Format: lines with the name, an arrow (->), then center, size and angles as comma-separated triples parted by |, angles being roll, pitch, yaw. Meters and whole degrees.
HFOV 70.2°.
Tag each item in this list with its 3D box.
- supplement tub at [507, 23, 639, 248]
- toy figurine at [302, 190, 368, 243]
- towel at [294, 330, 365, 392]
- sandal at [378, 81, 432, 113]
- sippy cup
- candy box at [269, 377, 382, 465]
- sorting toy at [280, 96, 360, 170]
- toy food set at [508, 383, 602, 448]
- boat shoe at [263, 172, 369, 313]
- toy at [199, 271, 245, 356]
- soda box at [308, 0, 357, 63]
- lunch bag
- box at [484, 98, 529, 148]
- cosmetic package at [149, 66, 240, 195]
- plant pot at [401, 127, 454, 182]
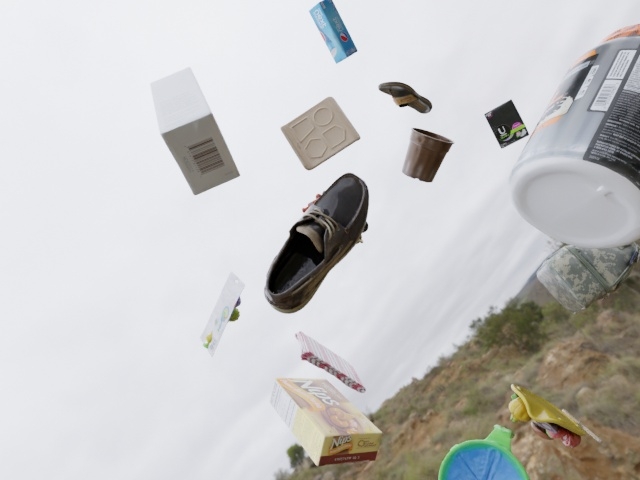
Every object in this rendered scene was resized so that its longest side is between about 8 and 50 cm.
supplement tub -> 0.429, -0.161, 0.674 | 0.316, 0.193, 0.193 | -54, -21, -21
toy figurine -> 0.061, -0.072, 1.489 | 0.148, 0.209, 0.213 | -28, 5, 19
towel -> 0.021, 0.315, 1.178 | 0.029, 0.197, 0.144 | -53, 14, 2
sandal -> 0.298, -0.491, 1.598 | 0.219, 0.090, 0.060 | 23, -104, -28
sippy cup -> 0.458, 0.688, 1.263 | 0.305, 0.240, 0.224 | -33, -34, 3
candy box -> 0.004, 0.491, 1.270 | 0.183, 0.316, 0.087 | 12, -85, -30
sorting toy -> -0.001, -0.348, 1.487 | 0.208, 0.193, 0.038 | -31, -18, 0
toy food set -> 0.472, 0.384, 0.953 | 0.218, 0.128, 0.071 | 29, -84, -20
boat shoe -> 0.000, 0.000, 0.991 | 0.355, 0.132, 0.130 | -60, -11, -10
toy -> -0.289, 0.229, 1.410 | 0.056, 0.137, 0.237 | 28, -91, -33
soda box -> 0.047, -0.766, 1.666 | 0.067, 0.071, 0.210 | -41, -70, -30
lunch bag -> 0.930, 0.100, 1.573 | 0.256, 0.212, 0.305 | -38, -24, 6
box -> 0.394, -0.245, 0.964 | 0.062, 0.083, 0.052 | -26, -2, 26
cosmetic package -> -0.418, -0.370, 1.485 | 0.161, 0.453, 0.230 | -24, -49, -6
plant pot -> 0.388, -0.313, 1.690 | 0.167, 0.167, 0.165 | -14, -52, -51
